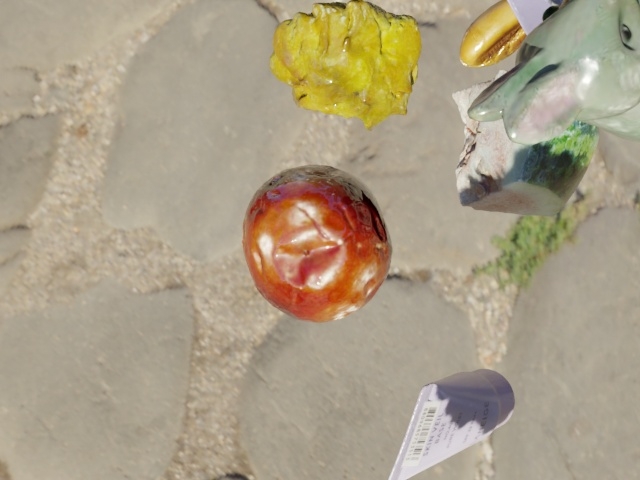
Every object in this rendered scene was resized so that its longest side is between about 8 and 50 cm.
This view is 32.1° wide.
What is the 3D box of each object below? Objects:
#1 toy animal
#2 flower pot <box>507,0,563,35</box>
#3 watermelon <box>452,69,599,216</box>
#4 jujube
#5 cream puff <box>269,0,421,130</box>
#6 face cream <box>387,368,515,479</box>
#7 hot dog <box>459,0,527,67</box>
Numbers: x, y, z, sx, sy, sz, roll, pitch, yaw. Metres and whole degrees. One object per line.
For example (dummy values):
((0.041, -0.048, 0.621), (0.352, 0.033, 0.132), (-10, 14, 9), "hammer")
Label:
((0.195, -0.121, 0.766), (0.127, 0.251, 0.125), (0, 101, 36), "toy animal")
((0.306, -0.308, 1.126), (0.243, 0.265, 0.265), (-30, 52, 10), "flower pot")
((0.325, -0.157, 1.774), (0.231, 0.310, 0.193), (-3, 75, 14), "watermelon")
((0.000, 0.000, 1.603), (0.223, 0.318, 0.223), (1, 95, 6), "jujube")
((0.015, -0.098, 0.624), (0.083, 0.083, 0.058), (-21, 45, 20), "cream puff")
((0.177, 0.241, 1.534), (0.096, 0.273, 0.154), (29, 109, 26), "face cream")
((0.244, -0.290, 1.514), (0.140, 0.090, 0.060), (-39, 66, 11), "hot dog")
